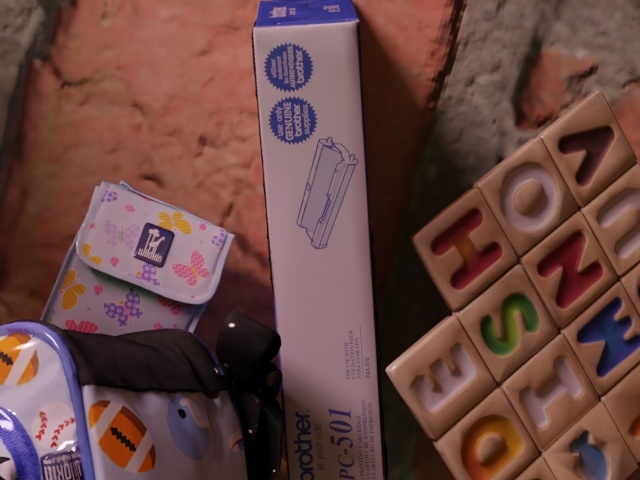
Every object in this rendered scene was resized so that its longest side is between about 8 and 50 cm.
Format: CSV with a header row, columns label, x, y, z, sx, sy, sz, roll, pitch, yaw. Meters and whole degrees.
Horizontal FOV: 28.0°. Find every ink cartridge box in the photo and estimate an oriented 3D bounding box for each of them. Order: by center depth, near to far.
label,x,y,z,sx,sy,sz,roll,pitch,yaw
ink cartridge box,0.000,0.000,0.574,0.046,0.097,0.207,-4,107,0

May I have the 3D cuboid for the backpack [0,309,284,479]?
label,x,y,z,sx,sy,sz,roll,pitch,yaw
backpack,-0.140,0.180,0.499,0.277,0.213,0.263,-21,80,31

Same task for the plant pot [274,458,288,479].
label,x,y,z,sx,sy,sz,roll,pitch,yaw
plant pot,-0.033,0.162,0.619,0.095,0.134,0.134,20,108,-39

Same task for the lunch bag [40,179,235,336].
label,x,y,z,sx,sy,sz,roll,pitch,yaw
lunch bag,-0.088,0.020,0.603,0.071,0.053,0.083,25,96,-10

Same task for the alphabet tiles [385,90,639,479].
label,x,y,z,sx,sy,sz,roll,pitch,yaw
alphabet tiles,0.142,0.061,0.594,0.198,0.009,0.237,-38,107,-19
